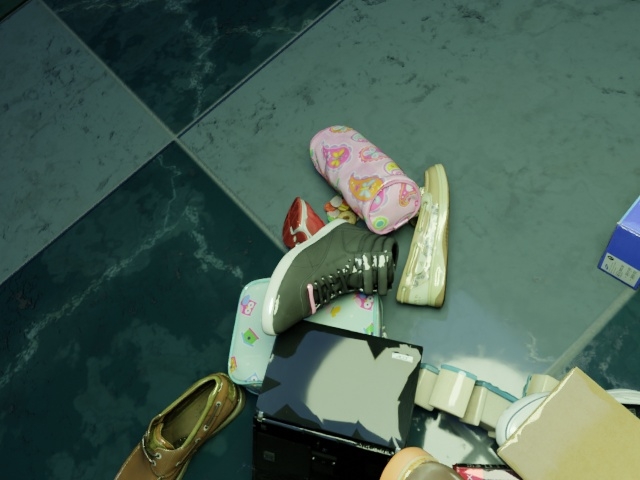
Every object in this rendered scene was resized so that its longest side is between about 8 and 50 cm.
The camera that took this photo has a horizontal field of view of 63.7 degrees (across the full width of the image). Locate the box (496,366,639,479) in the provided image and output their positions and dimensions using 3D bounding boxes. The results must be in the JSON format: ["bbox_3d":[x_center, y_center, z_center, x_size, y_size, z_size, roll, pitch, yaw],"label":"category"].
[{"bbox_3d":[0.363,0.295,0.670,0.164,0.021,0.201,-45,67,-5],"label":"box"}]

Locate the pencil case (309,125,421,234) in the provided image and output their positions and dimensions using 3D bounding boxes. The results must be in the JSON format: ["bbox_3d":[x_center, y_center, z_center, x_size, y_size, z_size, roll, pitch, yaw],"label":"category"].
[{"bbox_3d":[0.080,-0.128,1.012,0.124,0.124,0.284,-34,40,-3],"label":"pencil case"}]

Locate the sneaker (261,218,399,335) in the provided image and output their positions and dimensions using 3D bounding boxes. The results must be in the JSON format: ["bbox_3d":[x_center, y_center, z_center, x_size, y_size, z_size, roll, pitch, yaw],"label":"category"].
[{"bbox_3d":[0.032,0.060,0.827,0.146,0.105,0.296,14,35,27],"label":"sneaker"}]

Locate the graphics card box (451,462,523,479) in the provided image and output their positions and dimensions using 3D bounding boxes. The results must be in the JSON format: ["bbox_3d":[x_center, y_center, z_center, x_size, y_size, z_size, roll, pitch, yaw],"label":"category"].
[{"bbox_3d":[0.371,0.427,0.685,0.370,0.094,0.233,-3,69,13],"label":"graphics card box"}]

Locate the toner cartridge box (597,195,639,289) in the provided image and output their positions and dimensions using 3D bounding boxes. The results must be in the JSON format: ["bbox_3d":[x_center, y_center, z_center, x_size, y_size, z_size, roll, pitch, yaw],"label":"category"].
[{"bbox_3d":[0.607,-0.094,0.857,0.075,0.165,0.348,38,78,29],"label":"toner cartridge box"}]

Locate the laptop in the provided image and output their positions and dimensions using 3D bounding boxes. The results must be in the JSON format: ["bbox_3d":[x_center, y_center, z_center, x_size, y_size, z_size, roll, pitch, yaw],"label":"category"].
[{"bbox_3d":[0.023,0.287,0.824,0.234,0.265,0.137,11,29,12],"label":"laptop"}]

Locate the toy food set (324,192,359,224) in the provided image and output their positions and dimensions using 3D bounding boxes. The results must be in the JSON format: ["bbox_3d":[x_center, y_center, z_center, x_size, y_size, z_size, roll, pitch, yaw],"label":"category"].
[{"bbox_3d":[0.050,-0.067,1.088,0.082,0.020,0.083,29,75,27],"label":"toy food set"}]

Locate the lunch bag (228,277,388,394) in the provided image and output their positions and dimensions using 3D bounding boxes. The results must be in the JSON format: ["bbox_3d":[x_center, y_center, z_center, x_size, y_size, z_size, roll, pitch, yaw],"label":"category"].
[{"bbox_3d":[-0.016,0.167,0.935,0.278,0.108,0.224,-3,59,13],"label":"lunch bag"}]

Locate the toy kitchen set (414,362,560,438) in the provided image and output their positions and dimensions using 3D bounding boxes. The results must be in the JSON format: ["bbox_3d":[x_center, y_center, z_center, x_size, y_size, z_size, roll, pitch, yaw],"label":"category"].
[{"bbox_3d":[0.257,0.249,0.843,0.207,0.166,0.122,30,72,-11],"label":"toy kitchen set"}]

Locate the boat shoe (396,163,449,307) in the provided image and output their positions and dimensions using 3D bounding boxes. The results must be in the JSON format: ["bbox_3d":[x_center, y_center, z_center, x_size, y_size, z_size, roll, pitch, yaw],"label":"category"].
[{"bbox_3d":[0.196,-0.018,0.971,0.089,0.105,0.286,2,65,14],"label":"boat shoe"}]

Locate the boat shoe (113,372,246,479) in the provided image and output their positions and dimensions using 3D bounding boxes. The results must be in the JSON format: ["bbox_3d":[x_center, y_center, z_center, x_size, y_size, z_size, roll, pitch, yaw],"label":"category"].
[{"bbox_3d":[-0.273,0.355,0.915,0.110,0.104,0.307,35,77,28],"label":"boat shoe"}]

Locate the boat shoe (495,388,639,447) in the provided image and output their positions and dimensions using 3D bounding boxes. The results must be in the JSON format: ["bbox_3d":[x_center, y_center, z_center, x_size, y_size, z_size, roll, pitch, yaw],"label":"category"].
[{"bbox_3d":[0.381,0.259,0.736,0.257,0.084,0.095,-10,82,-11],"label":"boat shoe"}]

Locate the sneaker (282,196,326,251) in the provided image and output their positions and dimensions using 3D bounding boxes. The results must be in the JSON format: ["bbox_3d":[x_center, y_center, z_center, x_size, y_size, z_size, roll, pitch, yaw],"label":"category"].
[{"bbox_3d":[0.000,0.000,1.048,0.087,0.127,0.221,-58,26,30],"label":"sneaker"}]

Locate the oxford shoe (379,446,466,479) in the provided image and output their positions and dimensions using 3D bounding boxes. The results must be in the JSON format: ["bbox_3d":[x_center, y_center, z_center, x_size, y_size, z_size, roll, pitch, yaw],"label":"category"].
[{"bbox_3d":[0.121,0.473,0.668,0.132,0.129,0.364,7,88,56],"label":"oxford shoe"}]
